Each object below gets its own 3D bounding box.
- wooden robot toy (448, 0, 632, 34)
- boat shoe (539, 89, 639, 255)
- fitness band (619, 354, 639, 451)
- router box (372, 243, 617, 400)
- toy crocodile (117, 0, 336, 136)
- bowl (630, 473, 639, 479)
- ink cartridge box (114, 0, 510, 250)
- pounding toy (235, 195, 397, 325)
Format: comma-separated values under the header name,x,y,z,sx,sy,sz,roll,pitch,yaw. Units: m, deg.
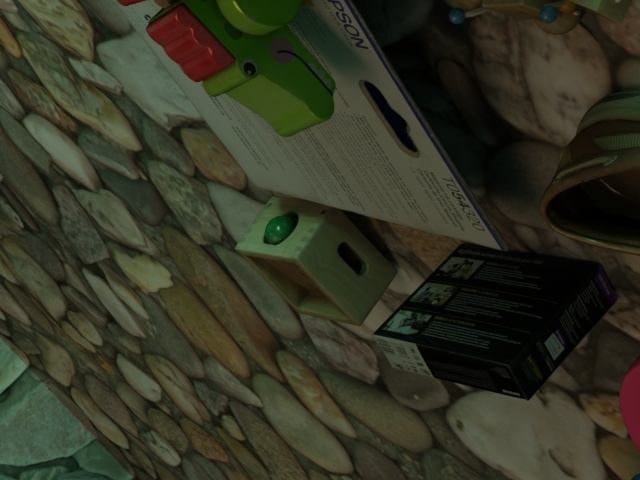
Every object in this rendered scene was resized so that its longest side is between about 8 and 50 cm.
name,x,y,z,sx,sy,sz,roll,pitch,yaw
wooden robot toy,0.165,-0.178,1.162,0.079,0.076,0.173,19,174,-38
boat shoe,0.281,-0.029,1.121,0.324,0.116,0.123,2,132,56
fitness band,0.379,0.181,1.367,0.291,0.054,0.209,23,147,37
router box,0.151,0.068,1.448,0.179,0.133,0.046,10,137,52
toy crocodile,-0.115,-0.206,1.206,0.340,0.105,0.115,51,150,-19
bowl,0.390,0.363,1.467,0.391,0.077,0.391,47,175,5
ink cartridge box,-0.010,-0.142,1.407,0.330,0.071,0.324,14,150,43
pounding toy,0.000,0.000,1.647,0.130,0.100,0.141,8,147,53
